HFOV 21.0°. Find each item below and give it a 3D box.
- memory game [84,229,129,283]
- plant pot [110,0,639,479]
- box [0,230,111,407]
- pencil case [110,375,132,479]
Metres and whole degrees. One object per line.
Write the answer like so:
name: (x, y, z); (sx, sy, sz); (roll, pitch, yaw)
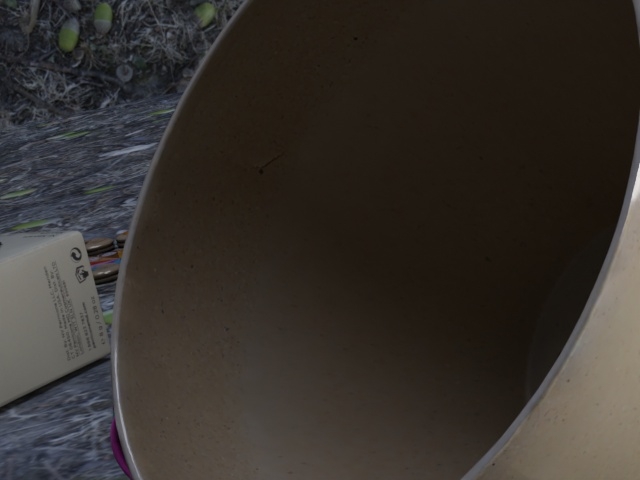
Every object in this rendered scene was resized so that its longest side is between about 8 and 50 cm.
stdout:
memory game: (-0.179, 0.012, 1.541); (0.186, 0.012, 0.186); (-12, 11, 2)
plant pot: (0.076, 0.018, 0.694); (0.191, 0.284, 0.284); (26, -15, -36)
box: (-0.271, 0.075, 1.109); (0.113, 0.094, 0.275); (-4, 13, 37)
pencil case: (-0.013, 0.057, 0.916); (0.104, 0.104, 0.236); (-5, 13, 34)
